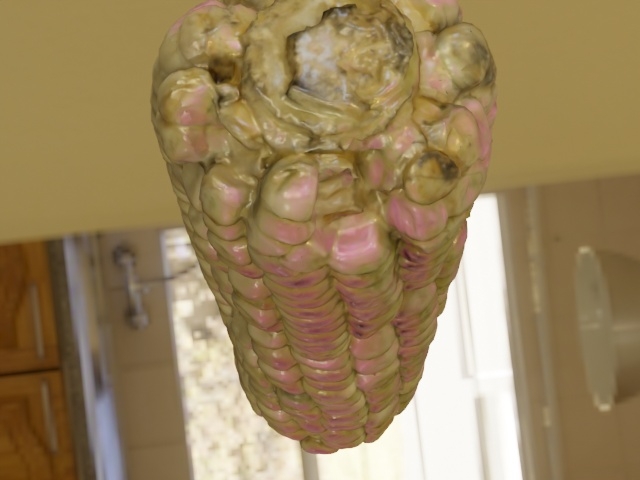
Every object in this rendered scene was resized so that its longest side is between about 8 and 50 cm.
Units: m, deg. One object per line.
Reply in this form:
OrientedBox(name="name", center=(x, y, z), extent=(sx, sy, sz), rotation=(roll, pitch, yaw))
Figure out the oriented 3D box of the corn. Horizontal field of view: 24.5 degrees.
OrientedBox(name="corn", center=(0.003, 0.000, 0.636), extent=(0.335, 0.126, 0.127), rotation=(91, -7, -67))
